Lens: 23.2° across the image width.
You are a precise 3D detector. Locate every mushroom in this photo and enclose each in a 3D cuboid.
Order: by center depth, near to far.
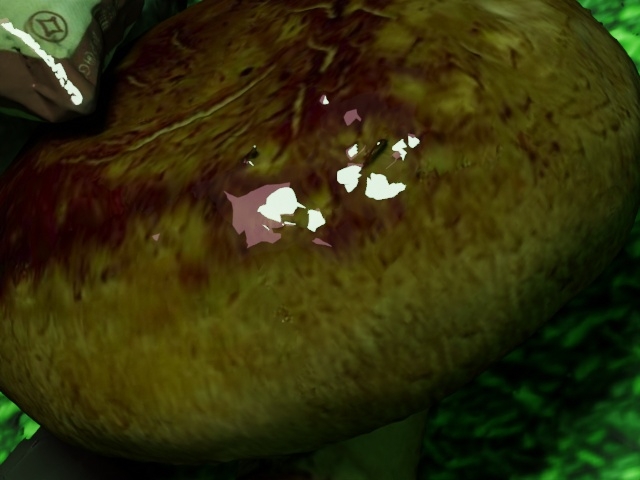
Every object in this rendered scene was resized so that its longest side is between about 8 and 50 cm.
[{"bbox_3d":[-0.009,-0.021,0.752,0.345,0.239,0.345,-4,44,4],"label":"mushroom"}]

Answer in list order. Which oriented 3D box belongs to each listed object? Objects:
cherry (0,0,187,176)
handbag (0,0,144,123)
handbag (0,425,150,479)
[{"bbox_3d":[-0.221,-0.135,1.006,0.255,0.218,0.296,18,59,42],"label":"cherry"},{"bbox_3d":[-0.178,-0.136,0.778,0.213,0.127,0.235,1,38,15],"label":"handbag"},{"bbox_3d":[-0.169,0.214,0.779,0.247,0.080,0.223,-43,41,1],"label":"handbag"}]
